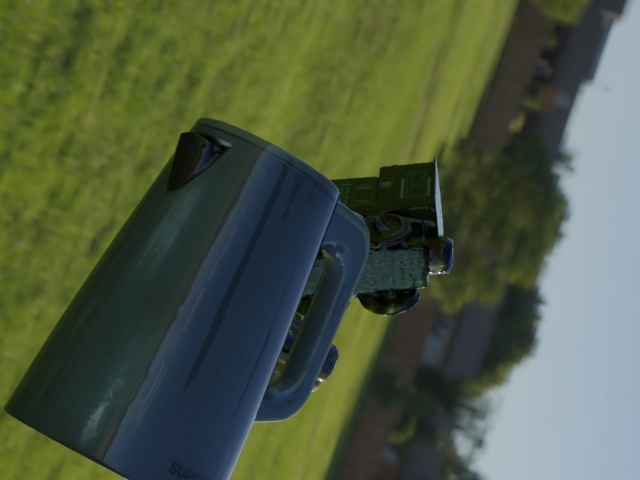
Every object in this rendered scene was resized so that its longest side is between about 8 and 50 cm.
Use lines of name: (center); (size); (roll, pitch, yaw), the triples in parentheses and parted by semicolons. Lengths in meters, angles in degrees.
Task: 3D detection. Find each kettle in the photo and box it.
kettle: (-0.070, 0.058, 1.204); (0.160, 0.210, 0.243); (20, -102, 51)

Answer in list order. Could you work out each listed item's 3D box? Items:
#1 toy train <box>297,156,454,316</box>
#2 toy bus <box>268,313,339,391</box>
toy train: (0.000, 0.000, 1.469); (0.137, 0.225, 0.090); (-82, 166, -57)
toy bus: (-0.084, 0.077, 1.849); (0.123, 0.121, 0.335); (-56, -158, 13)
